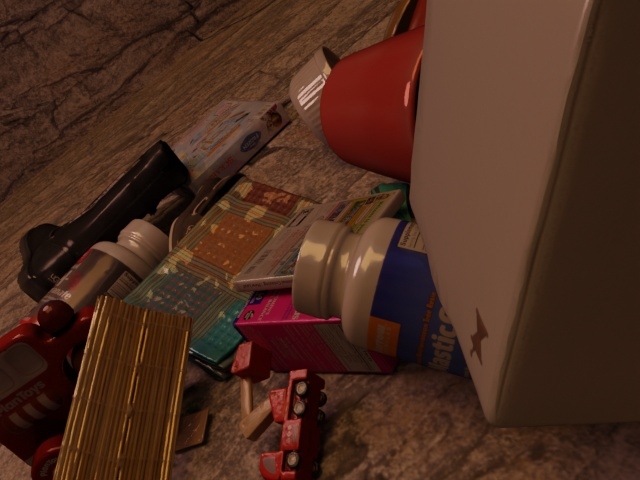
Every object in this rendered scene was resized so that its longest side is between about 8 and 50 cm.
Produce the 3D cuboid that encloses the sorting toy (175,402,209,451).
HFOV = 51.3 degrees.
[{"bbox_3d":[-0.188,0.271,0.988,0.062,0.012,0.083,-27,34,24],"label":"sorting toy"}]

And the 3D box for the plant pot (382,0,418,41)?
[{"bbox_3d":[0.189,-0.455,1.434,0.032,0.236,0.236,28,62,17],"label":"plant pot"}]

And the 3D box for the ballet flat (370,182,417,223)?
[{"bbox_3d":[0.135,-0.018,1.007,0.087,0.083,0.247,-11,35,3],"label":"ballet flat"}]

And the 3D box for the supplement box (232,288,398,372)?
[{"bbox_3d":[0.005,0.108,0.926,0.220,0.114,0.111,-7,39,37],"label":"supplement box"}]

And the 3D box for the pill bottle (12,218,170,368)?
[{"bbox_3d":[-0.412,0.115,1.273,0.176,0.176,0.318,2,47,47],"label":"pill bottle"}]

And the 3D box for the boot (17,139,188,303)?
[{"bbox_3d":[-0.526,-0.080,1.623,0.445,0.146,0.367,-46,32,2],"label":"boot"}]

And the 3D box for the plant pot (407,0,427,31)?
[{"bbox_3d":[0.274,-0.379,1.212,0.272,0.272,0.265,-4,51,43],"label":"plant pot"}]

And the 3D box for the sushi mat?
[{"bbox_3d":[-0.266,0.231,0.919,0.019,0.151,0.317,-40,38,45],"label":"sushi mat"}]

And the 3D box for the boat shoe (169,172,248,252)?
[{"bbox_3d":[-0.221,-0.042,1.366,0.095,0.112,0.335,-28,27,23],"label":"boat shoe"}]

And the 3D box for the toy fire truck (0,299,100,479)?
[{"bbox_3d":[-0.381,0.220,1.015,0.302,0.254,0.169,-34,30,4],"label":"toy fire truck"}]

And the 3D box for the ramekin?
[{"bbox_3d":[0.027,-0.283,1.369,0.109,0.207,0.207,-35,29,19],"label":"ramekin"}]

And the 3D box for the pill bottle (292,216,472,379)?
[{"bbox_3d":[0.113,0.060,0.734,0.272,0.152,0.152,13,48,14],"label":"pill bottle"}]

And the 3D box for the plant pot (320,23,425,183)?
[{"bbox_3d":[0.147,-0.212,1.063,0.243,0.275,0.275,11,54,48],"label":"plant pot"}]

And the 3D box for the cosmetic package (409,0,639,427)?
[{"bbox_3d":[0.303,-0.084,0.535,0.393,0.327,0.329,-1,34,-5],"label":"cosmetic package"}]

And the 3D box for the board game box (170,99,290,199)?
[{"bbox_3d":[-0.278,-0.246,1.752,0.319,0.066,0.318,-46,32,-16],"label":"board game box"}]

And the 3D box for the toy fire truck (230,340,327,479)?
[{"bbox_3d":[-0.060,0.220,0.853,0.135,0.047,0.192,-16,52,32],"label":"toy fire truck"}]

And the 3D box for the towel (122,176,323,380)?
[{"bbox_3d":[-0.156,0.042,1.172,0.271,0.040,0.370,20,59,31],"label":"towel"}]

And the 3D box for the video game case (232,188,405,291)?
[{"bbox_3d":[0.000,0.000,0.968,0.193,0.023,0.212,-8,28,38],"label":"video game case"}]
